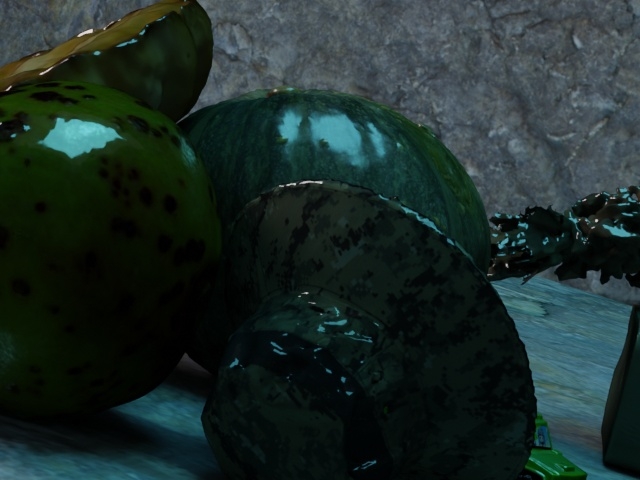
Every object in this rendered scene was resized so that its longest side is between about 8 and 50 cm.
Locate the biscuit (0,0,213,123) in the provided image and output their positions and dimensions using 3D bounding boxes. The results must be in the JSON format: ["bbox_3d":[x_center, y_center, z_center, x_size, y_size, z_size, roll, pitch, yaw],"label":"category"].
[{"bbox_3d":[-0.226,-0.093,1.311,0.325,0.107,0.326,-24,13,6],"label":"biscuit"}]

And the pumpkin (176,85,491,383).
[{"bbox_3d":[0.000,0.000,1.396,0.291,0.257,0.327,3,9,24],"label":"pumpkin"}]

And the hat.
[{"bbox_3d":[0.001,0.098,1.043,0.265,0.266,0.128,19,43,31],"label":"hat"}]

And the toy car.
[{"bbox_3d":[0.123,0.150,1.262,0.165,0.062,0.071,20,6,35],"label":"toy car"}]

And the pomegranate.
[{"bbox_3d":[-0.205,0.003,1.072,0.285,0.231,0.231,4,7,-8],"label":"pomegranate"}]

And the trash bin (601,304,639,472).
[{"bbox_3d":[0.438,0.163,1.525,0.343,0.158,0.223,16,5,8],"label":"trash bin"}]

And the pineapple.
[{"bbox_3d":[0.316,-0.002,1.579,0.361,0.175,0.175,-8,12,-14],"label":"pineapple"}]
